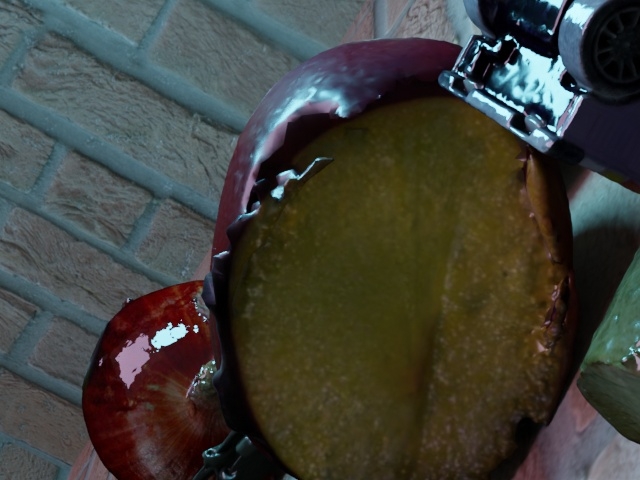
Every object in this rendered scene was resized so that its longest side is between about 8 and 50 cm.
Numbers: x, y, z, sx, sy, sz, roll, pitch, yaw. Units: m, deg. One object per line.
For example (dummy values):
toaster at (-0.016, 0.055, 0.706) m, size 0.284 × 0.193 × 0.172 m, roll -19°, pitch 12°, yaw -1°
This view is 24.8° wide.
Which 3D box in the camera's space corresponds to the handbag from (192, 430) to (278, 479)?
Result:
handbag at (-0.019, 0.191, 1.686) m, size 0.260 × 0.079 × 0.247 m, roll -28°, pitch -18°, yaw -50°

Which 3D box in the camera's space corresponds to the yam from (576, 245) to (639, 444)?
yam at (0.283, 0.000, 0.810) m, size 0.300 × 0.195 × 0.195 m, roll -62°, pitch 11°, yaw -5°

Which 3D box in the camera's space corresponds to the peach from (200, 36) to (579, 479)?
peach at (0.062, 0.035, 1.351) m, size 0.353 × 0.339 × 0.416 m, roll 104°, pitch 179°, yaw -61°

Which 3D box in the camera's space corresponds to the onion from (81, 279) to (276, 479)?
onion at (-0.180, 0.214, 2.069) m, size 0.341 × 0.341 × 0.341 m, roll -57°, pitch 12°, yaw 19°

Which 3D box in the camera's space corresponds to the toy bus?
toy bus at (0.312, -0.251, 1.127) m, size 0.440 × 0.249 × 0.209 m, roll -62°, pitch 27°, yaw 10°
